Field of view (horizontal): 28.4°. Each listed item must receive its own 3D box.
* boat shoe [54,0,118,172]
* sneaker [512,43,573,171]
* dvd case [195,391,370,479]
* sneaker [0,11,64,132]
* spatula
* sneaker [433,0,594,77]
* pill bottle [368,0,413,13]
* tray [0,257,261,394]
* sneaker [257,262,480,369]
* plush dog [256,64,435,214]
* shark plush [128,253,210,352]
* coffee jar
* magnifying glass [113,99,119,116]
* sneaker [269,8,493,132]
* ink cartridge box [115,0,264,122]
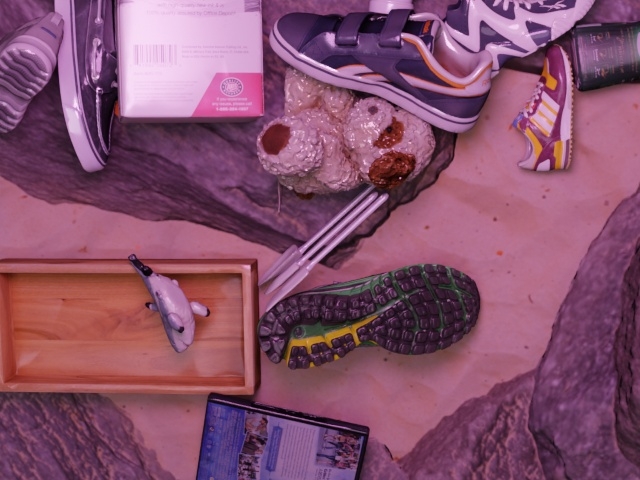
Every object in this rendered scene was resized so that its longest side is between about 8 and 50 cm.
[{"bbox_3d":[-0.331,-0.256,1.899,0.102,0.108,0.301,-7,84,5],"label":"boat shoe"},{"bbox_3d":[0.322,-0.193,1.842,0.084,0.069,0.185,-2,97,3],"label":"sneaker"},{"bbox_3d":[-0.061,0.335,1.957,0.253,0.022,0.180,12,119,3],"label":"dvd case"},{"bbox_3d":[-0.457,-0.248,1.891,0.105,0.115,0.281,42,142,-24],"label":"sneaker"},{"bbox_3d":[0.000,0.000,1.870,0.242,0.168,0.019,-44,101,5],"label":"spatula"},{"bbox_3d":[0.265,-0.340,1.815,0.235,0.094,0.153,-31,102,21],"label":"sneaker"},{"bbox_3d":[0.113,-0.403,1.832,0.086,0.086,0.152,9,100,6],"label":"pill bottle"},{"bbox_3d":[-0.302,0.131,1.970,0.411,0.076,0.202,0,98,7],"label":"tray"},{"bbox_3d":[0.071,0.100,1.890,0.344,0.146,0.134,-6,99,-8],"label":"sneaker"},{"bbox_3d":[0.053,-0.136,1.831,0.225,0.262,0.210,1,132,17],"label":"plush dog"},{"bbox_3d":[-0.243,0.093,1.895,0.161,0.073,0.067,46,131,-5],"label":"shark plush"},{"bbox_3d":[0.454,-0.271,1.808,0.184,0.079,0.096,-6,90,9],"label":"coffee jar"},{"bbox_3d":[-0.233,-0.275,1.929,0.231,0.026,0.092,-44,91,9],"label":"magnifying glass"},{"bbox_3d":[0.092,-0.273,1.781,0.321,0.126,0.127,21,131,-1],"label":"sneaker"},{"bbox_3d":[-0.191,-0.314,1.829,0.207,0.117,0.283,-1,91,-12],"label":"ink cartridge box"}]
